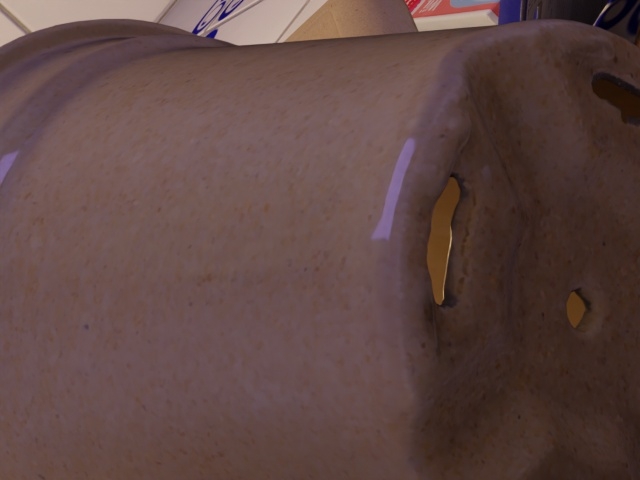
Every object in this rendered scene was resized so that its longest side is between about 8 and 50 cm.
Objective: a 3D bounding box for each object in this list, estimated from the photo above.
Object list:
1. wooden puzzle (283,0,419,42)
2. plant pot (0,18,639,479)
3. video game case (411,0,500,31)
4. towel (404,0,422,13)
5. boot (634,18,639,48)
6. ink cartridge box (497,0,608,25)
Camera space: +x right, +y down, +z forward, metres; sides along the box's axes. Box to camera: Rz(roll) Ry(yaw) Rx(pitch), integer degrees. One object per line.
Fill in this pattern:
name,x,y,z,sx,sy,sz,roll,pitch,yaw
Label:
wooden puzzle,-0.041,0.011,1.098,0.348,0.080,0.322,-37,38,18
plant pot,0.010,0.037,0.682,0.305,0.334,0.334,-8,41,48
video game case,0.207,-0.298,1.387,0.285,0.025,0.204,-50,17,-7
towel,0.078,-0.264,1.617,0.199,0.031,0.275,-48,17,1
boot,0.212,-0.161,0.912,0.112,0.115,0.305,-31,24,38
ink cartridge box,0.158,-0.195,1.019,0.224,0.045,0.223,-57,-21,-30
